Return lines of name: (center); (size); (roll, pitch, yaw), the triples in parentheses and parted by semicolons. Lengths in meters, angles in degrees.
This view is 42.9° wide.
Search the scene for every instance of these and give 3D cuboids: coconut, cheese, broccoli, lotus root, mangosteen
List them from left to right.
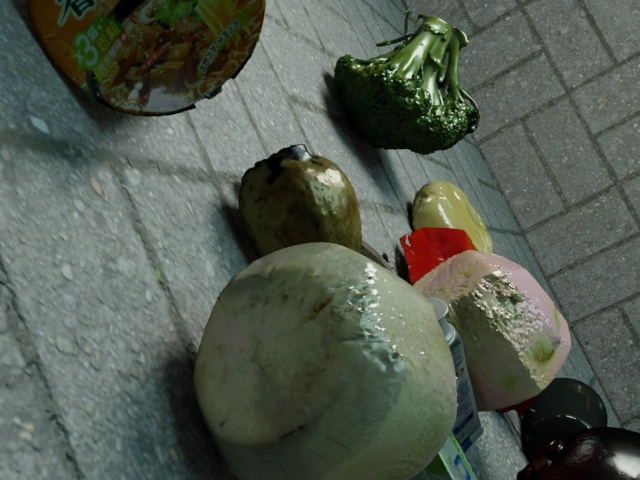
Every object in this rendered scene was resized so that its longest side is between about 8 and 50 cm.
lotus root: (-0.015, -0.011, 0.979); (0.138, 0.138, 0.214); (-66, 136, -66)
coconut: (0.011, 0.119, 0.742); (0.230, 0.227, 0.227); (29, 37, -55)
broccoli: (0.170, -0.317, 1.651); (0.304, 0.283, 0.321); (21, 12, -43)
cheese: (0.279, -0.017, 1.759); (0.226, 0.117, 0.214); (52, 24, -10)
coconut: (0.270, 0.156, 1.303); (0.245, 0.233, 0.233); (52, 21, -14)
mangosteen: (0.449, 0.454, 1.219); (0.347, 0.307, 0.307); (48, 17, 11)

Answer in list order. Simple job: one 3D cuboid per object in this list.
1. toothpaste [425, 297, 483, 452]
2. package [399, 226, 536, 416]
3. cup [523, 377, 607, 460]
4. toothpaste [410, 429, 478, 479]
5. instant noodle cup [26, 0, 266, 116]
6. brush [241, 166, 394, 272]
toothpaste: (0.176, 0.203, 1.149); (0.096, 0.061, 0.266); (-36, 123, -30)
package: (0.298, 0.146, 1.556); (0.423, 0.123, 0.196); (51, 19, -30)
cup: (0.474, 0.370, 1.665); (0.223, 0.169, 0.176); (32, 28, 4)
toothpaste: (0.101, 0.201, 1.071); (0.336, 0.067, 0.081); (62, 20, 3)
instant noodle cup: (-0.160, -0.251, 0.845); (0.230, 0.230, 0.182); (58, 10, -10)
brush: (0.001, 0.001, 1.109); (0.313, 0.072, 0.067); (41, 41, -42)
